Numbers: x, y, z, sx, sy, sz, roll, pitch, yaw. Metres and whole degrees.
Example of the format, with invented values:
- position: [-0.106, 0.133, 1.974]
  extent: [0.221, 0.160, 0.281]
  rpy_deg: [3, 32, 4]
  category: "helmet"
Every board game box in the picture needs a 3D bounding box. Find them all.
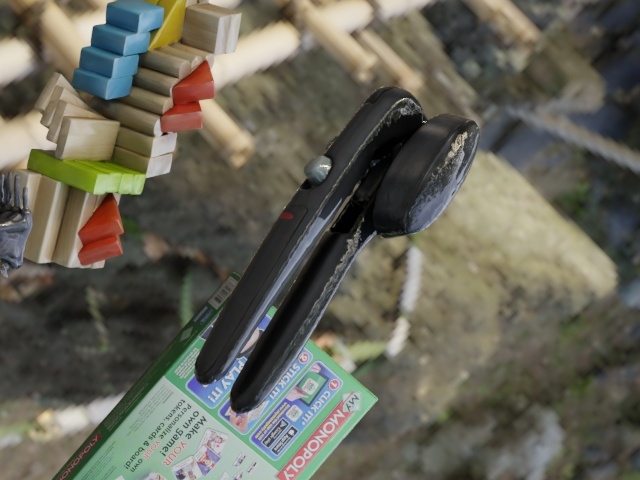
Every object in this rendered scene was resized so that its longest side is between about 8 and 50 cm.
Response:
- position: [-0.118, 0.220, 1.868]
  extent: [0.317, 0.046, 0.213]
  rpy_deg: [-49, 116, -4]
  category: "board game box"

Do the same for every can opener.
- position: [0.000, 0.000, 0.856]
  extent: [0.186, 0.059, 0.073]
  rpy_deg: [-50, -161, -17]
  category: "can opener"

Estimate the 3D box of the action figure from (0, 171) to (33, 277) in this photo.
- position: [-0.375, 0.001, 1.472]
  extent: [0.164, 0.141, 0.275]
  rpy_deg: [-11, -176, 31]
  category: "action figure"

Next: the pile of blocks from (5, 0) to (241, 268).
- position: [-0.180, -0.126, 1.715]
  extent: [0.362, 0.112, 0.149]
  rpy_deg: [-64, 154, -12]
  category: "pile of blocks"
